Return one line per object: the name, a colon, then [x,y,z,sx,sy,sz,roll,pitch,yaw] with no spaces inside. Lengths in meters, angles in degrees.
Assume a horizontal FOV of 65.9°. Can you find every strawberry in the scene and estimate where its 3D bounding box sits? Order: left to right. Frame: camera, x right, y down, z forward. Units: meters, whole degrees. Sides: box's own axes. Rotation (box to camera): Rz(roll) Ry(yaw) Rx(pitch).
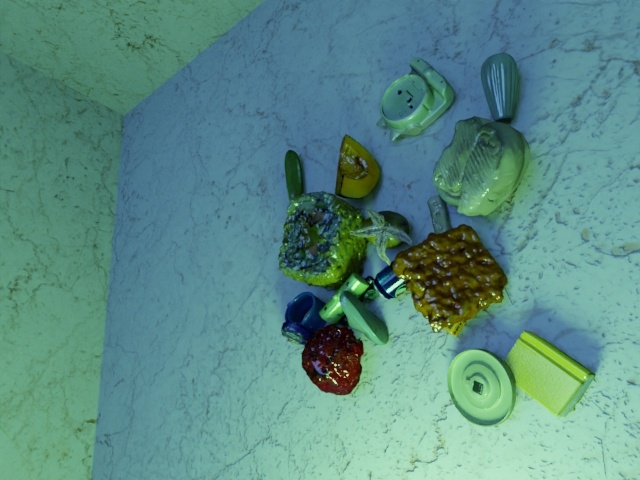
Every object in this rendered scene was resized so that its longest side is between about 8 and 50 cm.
strawberry: [0.033,0.443,1.823,0.274,0.221,0.274,-5,84,48]

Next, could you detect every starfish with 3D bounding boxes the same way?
starfish: [0.222,-0.010,1.801,0.247,0.050,0.138,42,108,31]

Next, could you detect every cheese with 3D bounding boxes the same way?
cheese: [0.444,-0.082,1.831,0.065,0.043,0.193,-22,58,26]

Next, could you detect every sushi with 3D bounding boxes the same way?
sushi: [0.000,0.000,2.032,0.352,0.240,0.396,4,79,39]

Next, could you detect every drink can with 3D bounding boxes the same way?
drink can: [0.298,0.124,1.819,0.205,0.118,0.118,-41,52,21]

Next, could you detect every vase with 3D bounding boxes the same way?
vase: [0.653,-0.544,1.789,0.128,0.128,0.247,-9,76,37]

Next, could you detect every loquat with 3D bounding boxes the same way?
loquat: [0.247,-0.044,1.903,0.195,0.152,0.152,-3,71,38]

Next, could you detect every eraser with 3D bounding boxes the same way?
eraser: [0.659,0.387,1.446,0.226,0.069,0.158,40,101,42]

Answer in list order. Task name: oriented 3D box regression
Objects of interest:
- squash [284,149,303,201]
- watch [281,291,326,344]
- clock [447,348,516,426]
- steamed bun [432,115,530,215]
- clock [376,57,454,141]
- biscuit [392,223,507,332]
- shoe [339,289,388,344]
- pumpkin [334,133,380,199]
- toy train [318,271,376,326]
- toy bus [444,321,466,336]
squash: [-0.128,-0.304,2.364,0.082,0.082,0.292,-23,61,31]
watch: [-0.065,0.321,2.027,0.196,0.171,0.200,6,63,42]
clock: [0.495,0.456,1.535,0.235,0.029,0.234,-7,81,52]
steamed bun: [0.569,-0.248,1.684,0.309,0.220,0.324,-122,43,-53]
clock: [0.369,-0.567,2.039,0.324,0.109,0.265,-45,51,17]
biscuit: [0.435,0.115,1.648,0.318,0.110,0.312,-24,62,-6]
shoe: [0.144,0.298,1.826,0.100,0.103,0.251,-40,92,29]
pumpkin: [0.156,-0.285,2.119,0.148,0.169,0.312,120,158,-67]
toy train: [0.101,0.231,1.911,0.253,0.157,0.105,-51,46,15]
toy bus: [0.413,0.259,1.697,0.162,0.074,0.069,36,98,41]
